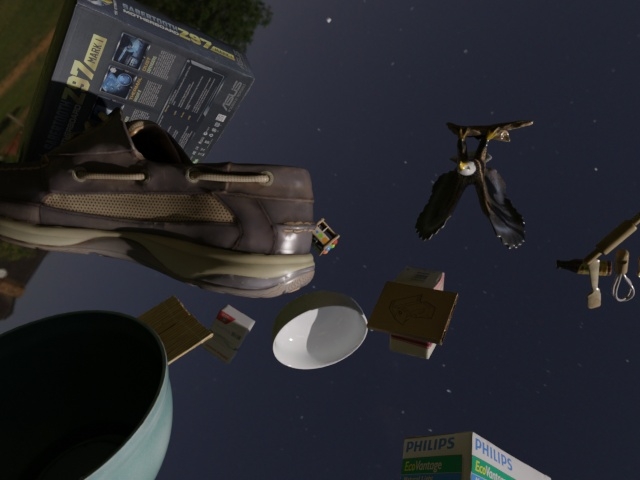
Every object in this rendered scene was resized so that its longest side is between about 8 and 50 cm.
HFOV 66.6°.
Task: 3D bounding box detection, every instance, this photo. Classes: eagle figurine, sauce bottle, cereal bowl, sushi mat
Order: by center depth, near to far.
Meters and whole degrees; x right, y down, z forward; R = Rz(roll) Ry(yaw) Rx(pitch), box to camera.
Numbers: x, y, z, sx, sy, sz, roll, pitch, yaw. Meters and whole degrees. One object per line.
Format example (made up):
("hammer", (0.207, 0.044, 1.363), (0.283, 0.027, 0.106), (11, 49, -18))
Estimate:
("sushi mat", (-0.359, 0.215, 0.854), (0.316, 0.019, 0.151), (-32, -134, -27))
("eagle figurine", (0.356, -0.131, 1.157), (0.226, 0.225, 0.298), (0, -94, 62))
("sauce bottle", (0.685, 0.068, 1.270), (0.128, 0.042, 0.042), (2, -119, 24))
("cereal bowl", (-0.013, 0.294, 1.707), (0.339, 0.339, 0.141), (-43, -141, 20))

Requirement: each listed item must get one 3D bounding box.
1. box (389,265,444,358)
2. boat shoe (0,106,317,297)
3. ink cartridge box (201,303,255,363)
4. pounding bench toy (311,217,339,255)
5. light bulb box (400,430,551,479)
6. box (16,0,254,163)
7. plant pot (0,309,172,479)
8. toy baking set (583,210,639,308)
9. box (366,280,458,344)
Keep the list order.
("box", (0.295, 0.216, 1.490), (0.126, 0.232, 0.148), (8, -158, 25))
("boat shoe", (-0.169, -0.047, 0.450), (0.132, 0.355, 0.130), (-11, 113, -83))
("ink cartridge box", (-0.264, 0.267, 1.392), (0.135, 0.099, 0.056), (-59, 176, 17))
("pounding bench toy", (0.000, 0.000, 1.131), (0.052, 0.065, 0.083), (-41, 175, -23))
("light bulb box", (0.381, 0.711, 1.189), (0.225, 0.358, 0.361), (-29, -144, 43))
("box", (-0.210, -0.136, 0.542), (0.233, 0.183, 0.059), (-49, -132, 32))
("plant pot", (-0.315, 0.255, 0.600), (0.293, 0.196, 0.293), (-4, -147, 2))
("toy baking set", (0.683, 0.048, 1.083), (0.256, 0.196, 0.030), (-44, -156, 17))
("box", (0.242, 0.186, 1.282), (0.201, 0.021, 0.164), (8, -135, 28))
